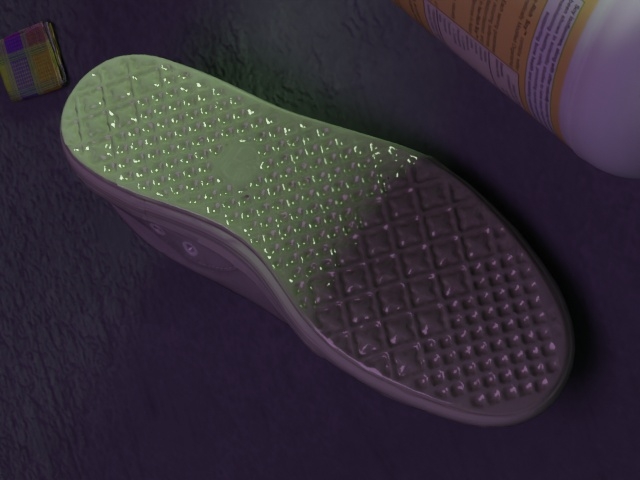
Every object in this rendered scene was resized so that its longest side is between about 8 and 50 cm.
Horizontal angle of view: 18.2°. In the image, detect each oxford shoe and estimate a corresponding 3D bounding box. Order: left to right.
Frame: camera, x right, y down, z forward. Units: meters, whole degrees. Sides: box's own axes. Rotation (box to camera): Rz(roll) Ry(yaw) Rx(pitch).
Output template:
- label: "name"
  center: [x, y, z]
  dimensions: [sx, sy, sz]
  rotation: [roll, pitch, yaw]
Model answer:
- label: "oxford shoe"
  center: [0.000, 0.000, 1.494]
  dimensions: [0.449, 0.169, 0.130]
  rotation: [29, 164, 24]

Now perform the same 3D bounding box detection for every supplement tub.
- label: "supplement tub"
  center: [0.173, -0.188, 1.174]
  dimensions: [0.331, 0.241, 0.241]
  rotation: [43, 129, 24]

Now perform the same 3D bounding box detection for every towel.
- label: "towel"
  center: [-0.255, -0.156, 1.751]
  dimensions: [0.083, 0.009, 0.060]
  rotation: [-13, 96, 46]
